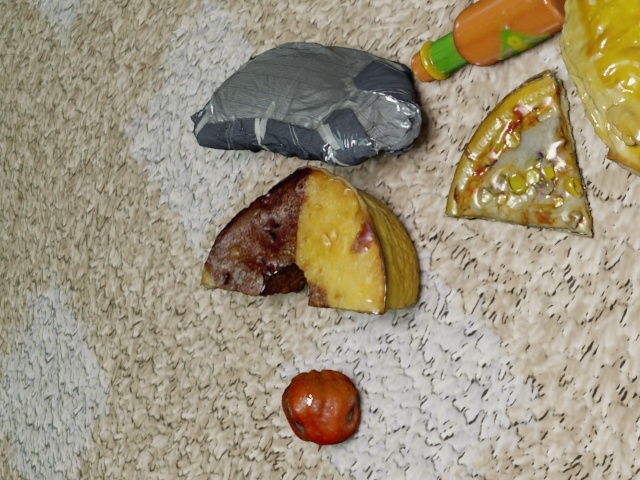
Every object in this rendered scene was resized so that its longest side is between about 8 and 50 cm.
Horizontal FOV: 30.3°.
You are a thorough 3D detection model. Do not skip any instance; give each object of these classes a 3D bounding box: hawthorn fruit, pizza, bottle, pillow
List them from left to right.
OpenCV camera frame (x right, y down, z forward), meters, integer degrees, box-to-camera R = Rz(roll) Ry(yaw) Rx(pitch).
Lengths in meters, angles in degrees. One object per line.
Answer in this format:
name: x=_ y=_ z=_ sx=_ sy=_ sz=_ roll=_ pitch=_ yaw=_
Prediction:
pillow: x=-0.015 y=-0.151 z=1.343 sx=0.335 sy=0.093 sz=0.161 roll=13 pitch=59 yaw=44
hawthorn fruit: x=0.000 y=0.188 z=1.304 sx=0.093 sy=0.093 sz=0.093 roll=-9 pitch=77 yaw=43
bottle: x=0.172 y=-0.213 z=1.214 sx=0.187 sy=0.069 sz=0.069 roll=-24 pitch=67 yaw=41
pizza: x=0.202 y=-0.056 z=1.178 sx=0.185 sy=0.036 sz=0.176 roll=-46 pitch=55 yaw=30

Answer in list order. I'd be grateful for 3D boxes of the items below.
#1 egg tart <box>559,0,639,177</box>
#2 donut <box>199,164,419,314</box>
egg tart: x=0.353 y=-0.209 z=0.989 sx=0.341 sy=0.129 sz=0.341 roll=-6 pitch=82 yaw=44
donut: x=0.000 y=0.000 z=1.317 sx=0.295 sy=0.112 sz=0.151 roll=5 pitch=84 yaw=43
